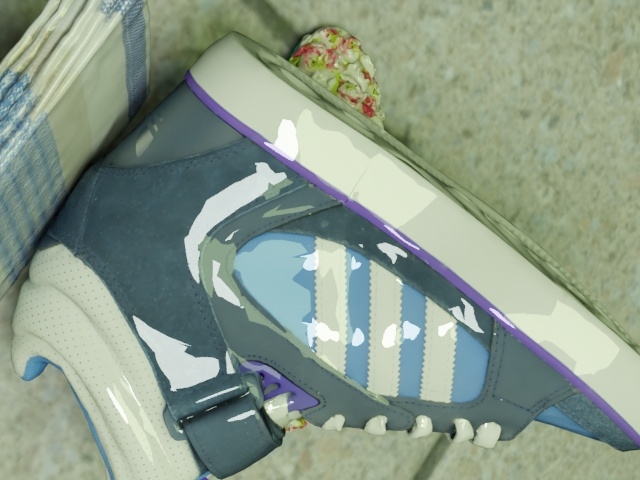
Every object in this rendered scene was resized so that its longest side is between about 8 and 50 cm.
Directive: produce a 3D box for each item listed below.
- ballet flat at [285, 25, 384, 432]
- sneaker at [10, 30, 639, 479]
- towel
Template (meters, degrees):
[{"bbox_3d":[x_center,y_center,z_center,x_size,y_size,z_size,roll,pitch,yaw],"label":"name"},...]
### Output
[{"bbox_3d":[0.000,0.000,0.940,0.091,0.077,0.241,12,93,-40],"label":"ballet flat"},{"bbox_3d":[0.001,0.071,0.854,0.323,0.130,0.236,36,100,-14],"label":"sneaker"},{"bbox_3d":[-0.167,0.004,0.758,0.034,0.209,0.285,34,78,3],"label":"towel"}]
